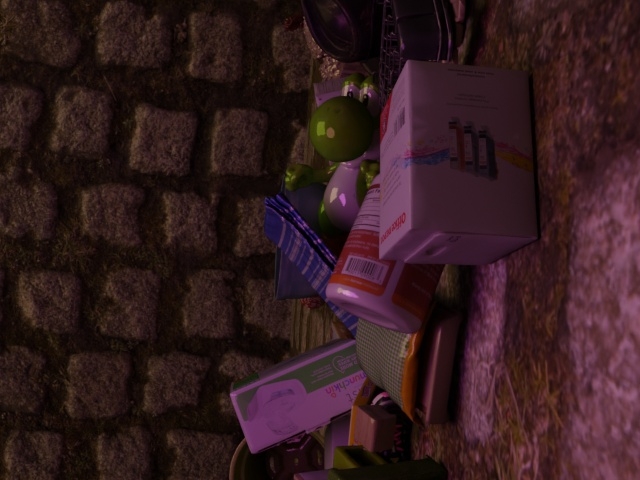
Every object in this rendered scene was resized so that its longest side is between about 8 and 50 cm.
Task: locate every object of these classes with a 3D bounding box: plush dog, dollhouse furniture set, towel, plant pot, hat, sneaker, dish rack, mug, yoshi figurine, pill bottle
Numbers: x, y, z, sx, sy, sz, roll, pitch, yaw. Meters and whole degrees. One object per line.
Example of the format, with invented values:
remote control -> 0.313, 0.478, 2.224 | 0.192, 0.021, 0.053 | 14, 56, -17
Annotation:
plush dog -> 0.042, -0.468, 1.540 | 0.262, 0.210, 0.225 | -141, 32, -82
dollhouse furniture set -> 0.055, 0.207, 0.812 | 0.197, 0.151, 0.302 | 21, 107, 61
towel -> 0.006, 0.074, 1.134 | 0.336, 0.040, 0.243 | 50, 166, 7
plant pot -> -0.081, 0.605, 1.651 | 0.254, 0.276, 0.276 | 70, -157, -80
hat -> 0.045, -0.402, 1.063 | 0.331, 0.134, 0.331 | 58, 163, 30
sneaker -> 0.107, 0.310, 0.946 | 0.075, 0.063, 0.170 | -109, 21, -65
plant pot -> 0.000, 0.000, 1.451 | 0.293, 0.196, 0.293 | -175, 90, -84
dish rack -> 0.122, -0.247, 0.900 | 0.271, 0.074, 0.208 | 88, 180, -55
mug -> -0.004, 0.123, 1.945 | 0.113, 0.150, 0.169 | 47, 152, 28
yoshi figurine -> 0.040, -0.110, 1.112 | 0.203, 0.203, 0.362 | -103, 15, -67
pill bottle -> 0.100, -0.007, 0.753 | 0.121, 0.121, 0.216 | 124, 171, -77

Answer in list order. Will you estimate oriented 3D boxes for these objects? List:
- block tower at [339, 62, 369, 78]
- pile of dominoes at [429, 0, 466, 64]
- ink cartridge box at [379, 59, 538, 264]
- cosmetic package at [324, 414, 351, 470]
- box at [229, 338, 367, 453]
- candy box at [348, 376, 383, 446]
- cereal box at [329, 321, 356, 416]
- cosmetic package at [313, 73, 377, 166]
block tower -> 0.109, -0.454, 1.244 | 0.335, 0.091, 0.097 | 115, 157, -70
pile of dominoes -> 0.177, -0.240, 0.871 | 0.196, 0.040, 0.251 | -96, 4, -54
ink cartridge box -> 0.134, -0.072, 0.642 | 0.128, 0.127, 0.176 | 120, 154, -74
cosmetic package -> 0.054, 0.468, 1.205 | 0.117, 0.085, 0.231 | 104, 169, -56
box -> -0.039, 0.304, 1.251 | 0.231, 0.262, 0.127 | 126, 122, -80
candy box -> 0.079, 0.290, 1.050 | 0.206, 0.027, 0.105 | -28, -54, -74
cereal box -> 0.047, 0.331, 1.492 | 0.173, 0.047, 0.240 | -127, 42, -80
cosmetic package -> 0.056, -0.200, 1.230 | 0.060, 0.098, 0.239 | -93, -9, -50
